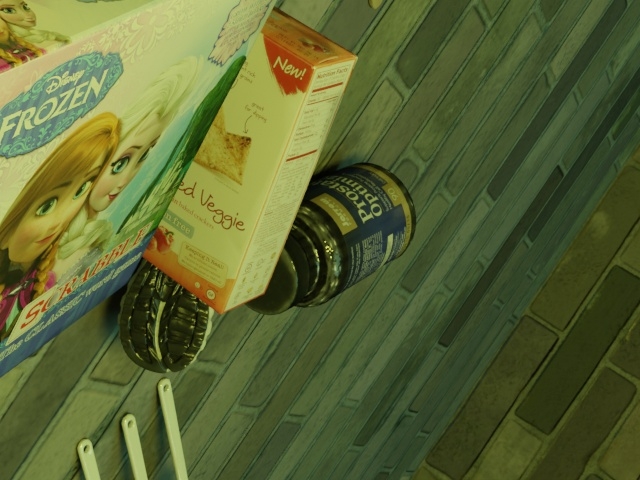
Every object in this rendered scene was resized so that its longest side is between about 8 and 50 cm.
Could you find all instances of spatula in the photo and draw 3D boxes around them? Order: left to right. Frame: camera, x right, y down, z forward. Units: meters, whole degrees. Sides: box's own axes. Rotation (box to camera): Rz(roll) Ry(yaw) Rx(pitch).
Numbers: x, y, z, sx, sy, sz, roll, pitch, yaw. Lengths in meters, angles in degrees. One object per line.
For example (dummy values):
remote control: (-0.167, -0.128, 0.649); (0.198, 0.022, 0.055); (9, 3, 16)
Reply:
spatula: (-0.195, 0.286, 1.368); (0.168, 0.019, 0.242); (-35, 130, -40)

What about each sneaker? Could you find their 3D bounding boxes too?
sneaker: (-0.111, -0.014, 1.146); (0.108, 0.100, 0.271); (-79, -167, -76)

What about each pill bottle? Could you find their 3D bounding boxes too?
pill bottle: (0.000, 0.000, 1.338); (0.219, 0.123, 0.122); (-29, 147, -50)

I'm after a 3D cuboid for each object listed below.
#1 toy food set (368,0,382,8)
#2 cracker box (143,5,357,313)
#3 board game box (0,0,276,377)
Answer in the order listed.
toy food set: (0.115, -0.317, 1.235); (0.192, 0.039, 0.132); (-50, 158, -14)
cracker box: (-0.085, -0.080, 0.992); (0.067, 0.156, 0.232); (-23, 142, -54)
board game box: (-0.165, -0.035, 0.726); (0.318, 0.066, 0.319); (-58, 171, 35)
